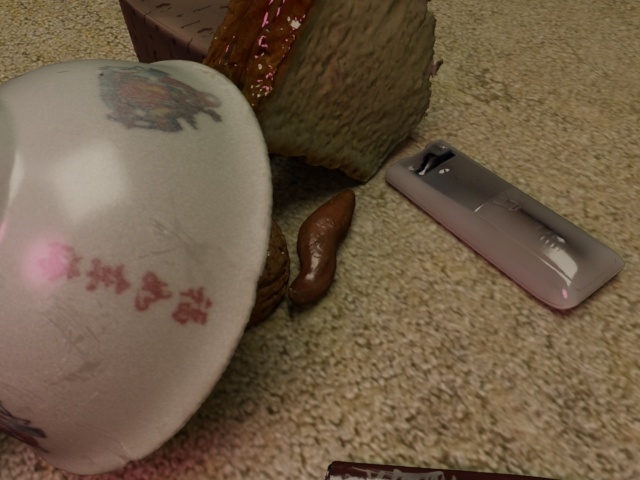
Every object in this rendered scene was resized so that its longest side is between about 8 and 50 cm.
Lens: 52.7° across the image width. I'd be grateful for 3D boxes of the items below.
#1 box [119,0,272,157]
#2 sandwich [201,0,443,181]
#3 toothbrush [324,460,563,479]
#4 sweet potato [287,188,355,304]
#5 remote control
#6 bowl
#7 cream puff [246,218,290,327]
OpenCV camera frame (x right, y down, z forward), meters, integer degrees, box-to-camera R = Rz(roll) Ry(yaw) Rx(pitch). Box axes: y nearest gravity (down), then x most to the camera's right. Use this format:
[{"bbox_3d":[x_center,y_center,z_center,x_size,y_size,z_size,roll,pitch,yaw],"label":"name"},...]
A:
[{"bbox_3d":[-0.119,-0.291,0.984,0.225,0.190,0.297,-36,53,-23],"label":"box"},{"bbox_3d":[0.019,-0.224,0.826,0.326,0.262,0.131,7,25,-50],"label":"sandwich"},{"bbox_3d":[0.184,0.233,0.588,0.365,0.040,0.040,2,49,7],"label":"toothbrush"},{"bbox_3d":[0.001,0.002,0.801,0.058,0.055,0.202,4,49,23],"label":"sweet potato"},{"bbox_3d":[0.221,-0.039,0.813,0.109,0.055,0.313,-32,53,-21],"label":"remote control"},{"bbox_3d":[-0.268,-0.010,0.600,0.435,0.196,0.434,-13,68,34],"label":"bowl"},{"bbox_3d":[-0.130,0.000,0.739,0.184,0.168,0.183,-2,49,2],"label":"cream puff"}]
